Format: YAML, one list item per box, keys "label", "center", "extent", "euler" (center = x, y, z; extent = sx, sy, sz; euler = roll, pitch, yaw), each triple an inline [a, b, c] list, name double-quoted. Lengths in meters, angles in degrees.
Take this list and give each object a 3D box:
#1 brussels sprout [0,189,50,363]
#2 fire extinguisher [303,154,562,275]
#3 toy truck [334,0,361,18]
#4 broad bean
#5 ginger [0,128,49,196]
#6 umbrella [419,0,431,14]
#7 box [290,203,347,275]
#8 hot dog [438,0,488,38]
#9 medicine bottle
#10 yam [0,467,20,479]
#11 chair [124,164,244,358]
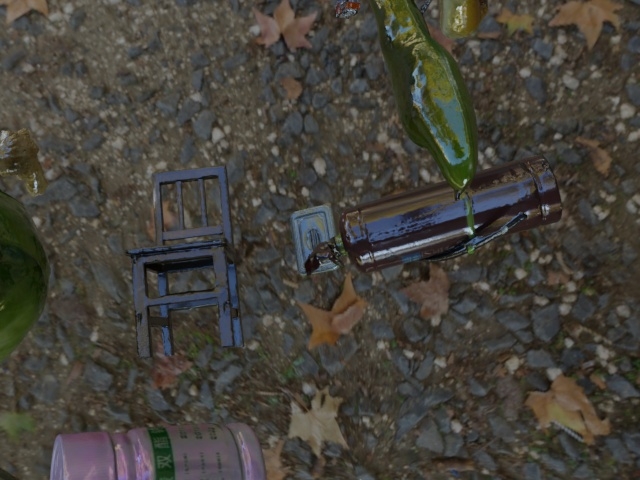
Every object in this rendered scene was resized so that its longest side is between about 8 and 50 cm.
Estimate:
- label: "brussels sprout"
  center: [-0.620, 0.074, 1.212]
  extent: [0.289, 0.281, 0.355]
  euler: [15, 91, -27]
- label: "fire extinguisher"
  center: [0.143, -0.018, 0.944]
  extent: [0.341, 0.141, 0.105]
  euler: [-16, 100, 4]
- label: "toy truck"
  center: [0.042, -0.372, 1.130]
  extent: [0.024, 0.083, 0.032]
  euler: [0, 97, -14]
- label: "broad bean"
  center: [0.085, -0.178, 0.647]
  extent: [0.075, 0.067, 0.325]
  euler: [-33, 57, 37]
- label: "ginger"
  center: [-0.637, -0.154, 1.504]
  extent: [0.067, 0.165, 0.096]
  euler: [21, 45, 34]
- label: "umbrella"
  center: [0.175, -0.396, 1.259]
  extent: [0.022, 0.149, 0.022]
  euler: [-14, 67, -40]
- label: "box"
  center: [0.000, 0.000, 1.319]
  extent: [0.089, 0.062, 0.122]
  euler: [-12, 83, 25]
- label: "hot dog"
  center: [0.185, -0.360, 0.928]
  extent: [0.073, 0.084, 0.243]
  euler: [0, 52, 2]
- label: "medicine bottle"
  center: [-0.272, 0.417, 1.183]
  extent: [0.325, 0.212, 0.212]
  euler: [4, 69, -25]
- label: "yam"
  center: [-0.166, 0.170, 0.426]
  extent: [0.234, 0.027, 0.029]
  euler: [33, 99, 5]
- label: "chair"
  center: [-0.278, 0.025, 1.481]
  extent: [0.203, 0.240, 0.416]
  euler: [-8, 82, 2]
